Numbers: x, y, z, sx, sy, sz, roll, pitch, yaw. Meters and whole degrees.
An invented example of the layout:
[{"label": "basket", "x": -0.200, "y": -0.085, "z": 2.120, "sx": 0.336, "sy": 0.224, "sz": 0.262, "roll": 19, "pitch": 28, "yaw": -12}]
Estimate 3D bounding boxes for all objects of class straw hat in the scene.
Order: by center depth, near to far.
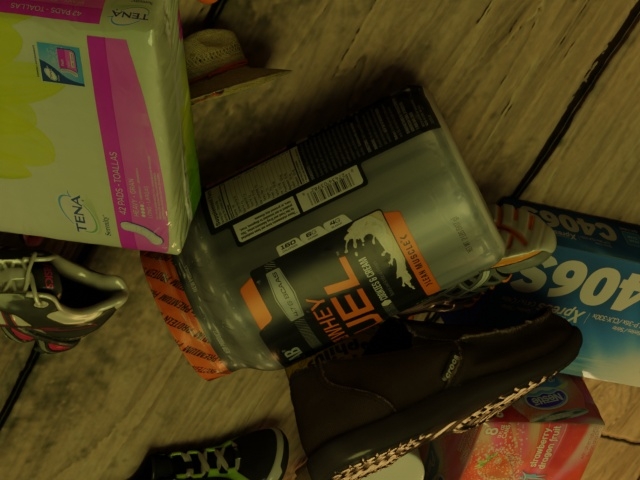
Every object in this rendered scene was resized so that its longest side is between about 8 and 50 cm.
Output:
[{"label": "straw hat", "x": -0.103, "y": -0.160, "z": 1.669, "sx": 0.144, "sy": 0.144, "sz": 0.061, "roll": -18, "pitch": 92, "yaw": -2}]

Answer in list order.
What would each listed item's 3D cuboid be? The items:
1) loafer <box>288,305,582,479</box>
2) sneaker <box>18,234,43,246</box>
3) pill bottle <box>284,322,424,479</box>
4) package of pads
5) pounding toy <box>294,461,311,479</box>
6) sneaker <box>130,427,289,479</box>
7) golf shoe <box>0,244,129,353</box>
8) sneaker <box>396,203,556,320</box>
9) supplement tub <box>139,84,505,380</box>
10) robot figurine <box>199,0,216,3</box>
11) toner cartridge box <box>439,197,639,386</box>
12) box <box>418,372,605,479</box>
[{"label": "loafer", "x": 0.116, "y": 0.120, "z": 1.792, "sx": 0.366, "sy": 0.130, "sz": 0.134, "roll": -18, "pitch": 163, "yaw": -43}, {"label": "sneaker", "x": -0.249, "y": -0.040, "z": 1.732, "sx": 0.047, "sy": 0.057, "sz": 0.119, "roll": 28, "pitch": 116, "yaw": -31}, {"label": "pill bottle", "x": 0.037, "y": 0.175, "z": 1.901, "sx": 0.117, "sy": 0.208, "sz": 0.118, "roll": -9, "pitch": 131, "yaw": -10}, {"label": "package of pads", "x": -0.230, "y": -0.116, "z": 1.570, "sx": 0.229, "sy": 0.101, "sz": 0.296, "roll": 8, "pitch": 142, "yaw": 8}, {"label": "pounding toy", "x": 0.056, "y": 0.283, "z": 2.014, "sx": 0.094, "sy": 0.206, "sz": 0.181, "roll": -44, "pitch": 135, "yaw": -4}, {"label": "sneaker", "x": -0.145, "y": 0.267, "z": 2.006, "sx": 0.234, "sy": 0.084, "sz": 0.097, "roll": -31, "pitch": 130, "yaw": 10}, {"label": "golf shoe", "x": -0.309, "y": 0.035, "z": 1.713, "sx": 0.273, "sy": 0.105, "sz": 0.120, "roll": 11, "pitch": 156, "yaw": -43}, {"label": "sneaker", "x": 0.146, "y": 0.027, "z": 1.864, "sx": 0.215, "sy": 0.084, "sz": 0.083, "roll": -13, "pitch": 126, "yaw": 32}, {"label": "supplement tub", "x": 0.000, "y": 0.000, "z": 1.753, "sx": 0.316, "sy": 0.194, "sz": 0.193, "roll": -26, "pitch": 132, "yaw": 6}, {"label": "robot figurine", "x": -0.150, "y": -0.286, "z": 1.511, "sx": 0.219, "sy": 0.128, "sz": 0.158, "roll": 32, "pitch": 157, "yaw": -35}, {"label": "toner cartridge box", "x": 0.319, "y": 0.068, "z": 1.989, "sx": 0.347, "sy": 0.075, "sz": 0.165, "roll": 11, "pitch": 126, "yaw": -24}, {"label": "box", "x": 0.185, "y": 0.264, "z": 2.067, "sx": 0.154, "sy": 0.142, "sz": 0.300, "roll": 4, "pitch": 127, "yaw": -19}]
